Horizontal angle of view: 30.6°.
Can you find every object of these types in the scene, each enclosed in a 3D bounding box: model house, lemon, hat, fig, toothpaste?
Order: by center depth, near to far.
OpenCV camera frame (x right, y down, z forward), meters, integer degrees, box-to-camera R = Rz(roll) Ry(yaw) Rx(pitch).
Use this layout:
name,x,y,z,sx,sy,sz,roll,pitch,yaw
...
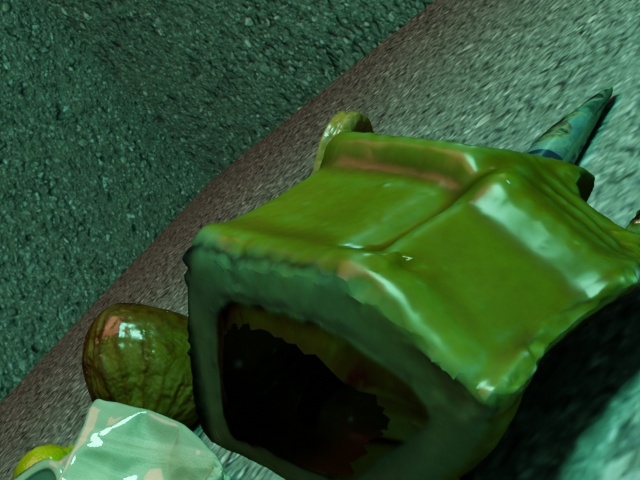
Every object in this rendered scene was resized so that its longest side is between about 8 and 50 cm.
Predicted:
name,x,y,z,sx,sy,sz,roll,pitch,yaw
model house,0.070,0.026,0.653,0.239,0.173,0.268,-35,32,-32
hat,-0.187,0.232,0.857,0.226,0.164,0.219,-62,1,10
toothpaste,0.180,-0.066,0.904,0.062,0.037,0.216,-36,7,40
fig,-0.161,0.163,1.123,0.134,0.146,0.201,-35,51,56
lemon,-0.314,0.267,1.338,0.092,0.065,0.065,-39,9,-12

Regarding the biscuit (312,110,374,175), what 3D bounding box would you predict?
name,x,y,z,sx,sy,sz,roll,pitch,yaw
biscuit,-0.001,0.000,0.969,0.036,0.186,0.192,11,36,21

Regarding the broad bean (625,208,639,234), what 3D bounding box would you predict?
name,x,y,z,sx,sy,sz,roll,pitch,yaw
broad bean,0.266,-0.073,0.564,0.144,0.049,0.292,-55,12,-29
